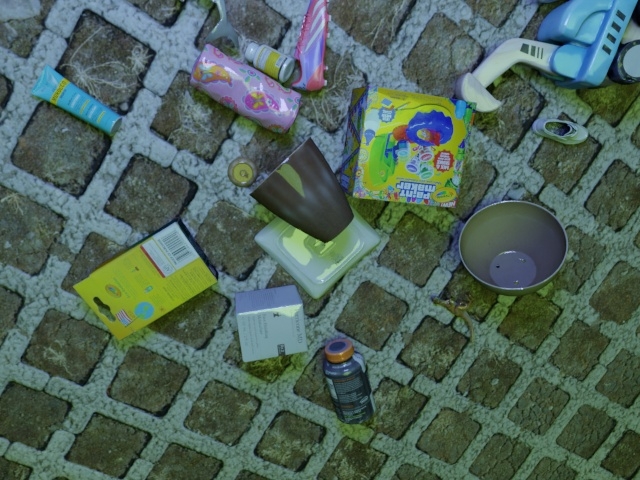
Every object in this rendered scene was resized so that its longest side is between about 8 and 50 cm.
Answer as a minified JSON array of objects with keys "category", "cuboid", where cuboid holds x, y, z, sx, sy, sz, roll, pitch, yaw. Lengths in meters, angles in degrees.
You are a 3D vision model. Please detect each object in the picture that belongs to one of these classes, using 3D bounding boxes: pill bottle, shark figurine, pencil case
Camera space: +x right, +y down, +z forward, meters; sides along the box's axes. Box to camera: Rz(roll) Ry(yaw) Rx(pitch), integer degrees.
[{"category":"pill bottle","cuboid":[-0.130,-0.456,1.182,0.116,0.065,0.065,30,98,7]},{"category":"pill bottle","cuboid":[0.084,0.428,1.432,0.131,0.130,0.245,-17,107,-6]},{"category":"shark figurine","cuboid":[-0.277,-0.609,1.106,0.278,0.116,0.166,43,119,-1]},{"category":"pencil case","cuboid":[-0.184,-0.379,1.181,0.284,0.124,0.124,24,99,-16]}]

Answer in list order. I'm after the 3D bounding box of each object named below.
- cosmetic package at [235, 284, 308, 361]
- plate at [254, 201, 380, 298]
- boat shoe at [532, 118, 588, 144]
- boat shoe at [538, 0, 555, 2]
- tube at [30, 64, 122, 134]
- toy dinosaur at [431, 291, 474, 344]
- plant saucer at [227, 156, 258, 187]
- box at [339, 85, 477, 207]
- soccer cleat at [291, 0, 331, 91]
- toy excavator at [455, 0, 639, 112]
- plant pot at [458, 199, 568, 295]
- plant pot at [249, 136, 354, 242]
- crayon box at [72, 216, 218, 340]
[{"category":"cosmetic package","cuboid":[-0.142,0.232,1.326,0.184,0.151,0.151,-8,107,-9]},{"category":"plate","cuboid":[0.000,0.000,1.350,0.277,0.045,0.278,-43,108,2]},{"category":"boat shoe","cuboid":[0.729,-0.330,1.390,0.184,0.063,0.066,14,101,-14]},{"category":"boat shoe","cuboid":[0.713,-0.747,1.263,0.335,0.121,0.119,-25,100,-15]},{"category":"tube","cuboid":[-0.599,-0.340,1.150,0.207,0.052,0.080,31,86,-11]},{"category":"toy dinosaur","cuboid":[0.450,0.224,1.494,0.211,0.064,0.112,38,113,-8]},{"category":"plant saucer","cuboid":[-0.213,-0.186,1.275,0.084,0.015,0.083,-3,105,-10]},{"category":"box","cuboid":[0.224,-0.251,1.258,0.290,0.177,0.279,4,105,-12]},{"category":"soccer cleat","cuboid":[-0.026,-0.512,1.195,0.095,0.083,0.247,0,107,-6]},{"category":"toy excavator","cuboid":[0.643,-0.521,1.271,0.446,0.222,0.432,17,105,-2]},{"category":"plant pot","cuboid":[0.568,0.051,1.376,0.284,0.284,0.191,-37,143,0]},{"category":"plant pot","cuboid":[-0.027,-0.111,1.210,0.215,0.215,0.230,-44,100,3]},{"category":"crayon box","cuboid":[-0.468,0.105,1.269,0.319,0.081,0.202,-31,108,-2]}]
